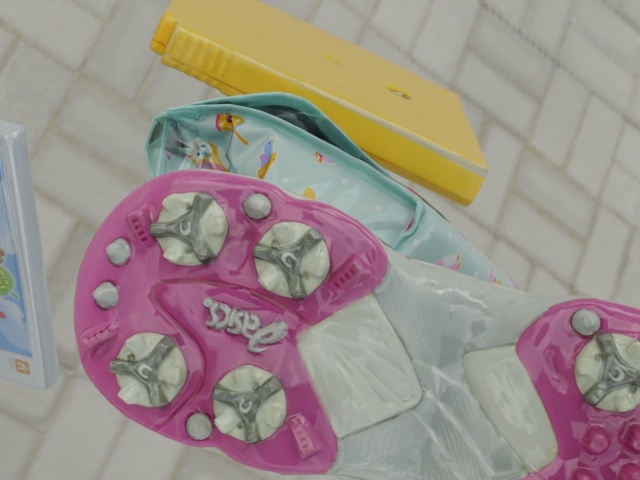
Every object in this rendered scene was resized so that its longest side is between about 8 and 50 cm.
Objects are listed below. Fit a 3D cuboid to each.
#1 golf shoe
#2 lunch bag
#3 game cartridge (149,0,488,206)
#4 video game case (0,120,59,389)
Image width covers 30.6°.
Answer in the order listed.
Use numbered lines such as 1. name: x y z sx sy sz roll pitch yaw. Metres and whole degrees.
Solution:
1. golf shoe: 0.063 0.064 0.442 0.306 0.140 0.115 27 90 8
2. lunch bag: 0.000 0.000 0.924 0.160 0.262 0.223 -54 143 0
3. game cartridge: -0.001 -0.157 1.156 0.323 0.285 0.053 23 109 -8
4. video game case: -0.286 -0.001 0.842 0.023 0.193 0.212 -54 150 -53
